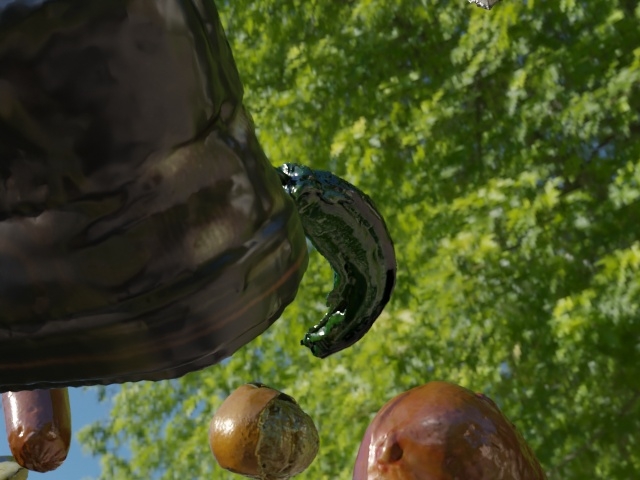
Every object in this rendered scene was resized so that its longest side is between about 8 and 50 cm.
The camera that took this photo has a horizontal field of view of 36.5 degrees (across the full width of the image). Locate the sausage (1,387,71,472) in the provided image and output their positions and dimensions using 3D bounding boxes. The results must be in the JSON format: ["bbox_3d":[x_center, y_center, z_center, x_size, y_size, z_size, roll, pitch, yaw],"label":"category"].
[{"bbox_3d":[-0.318,0.172,1.082,0.076,0.197,0.076,-12,-47,-13],"label":"sausage"}]

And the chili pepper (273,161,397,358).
[{"bbox_3d":[0.001,0.000,0.910,0.122,0.065,0.278,-29,-51,-6],"label":"chili pepper"}]

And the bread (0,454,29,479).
[{"bbox_3d":[-0.533,0.315,1.055,0.346,0.242,0.405,-4,-25,18],"label":"bread"}]

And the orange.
[{"bbox_3d":[-0.075,0.259,1.312,0.157,0.134,0.156,1,-9,0],"label":"orange"}]

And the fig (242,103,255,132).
[{"bbox_3d":[-0.160,-0.148,1.369,0.144,0.154,0.166,-20,-1,24],"label":"fig"}]

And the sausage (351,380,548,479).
[{"bbox_3d":[0.121,0.229,0.829,0.153,0.141,0.268,3,-41,37],"label":"sausage"}]

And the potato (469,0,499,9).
[{"bbox_3d":[0.160,-0.306,1.045,0.086,0.122,0.061,-37,-38,-14],"label":"potato"}]

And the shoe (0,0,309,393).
[{"bbox_3d":[-0.203,-0.047,0.538,0.384,0.171,0.237,-4,-66,33],"label":"shoe"}]
